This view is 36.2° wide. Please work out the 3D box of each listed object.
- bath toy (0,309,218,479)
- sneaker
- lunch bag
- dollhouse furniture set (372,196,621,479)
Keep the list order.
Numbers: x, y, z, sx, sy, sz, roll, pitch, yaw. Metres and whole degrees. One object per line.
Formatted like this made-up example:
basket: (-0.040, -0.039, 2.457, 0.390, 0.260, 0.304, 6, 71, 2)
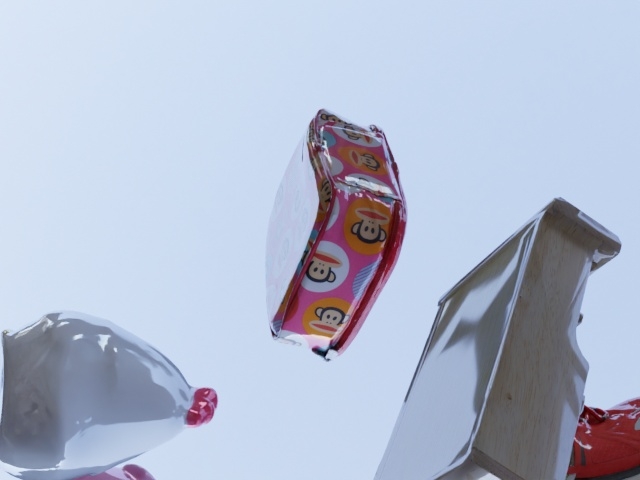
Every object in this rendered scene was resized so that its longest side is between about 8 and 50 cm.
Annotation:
bath toy: (-0.148, 0.203, 0.607, 0.151, 0.129, 0.348, -128, -134, -60)
sneaker: (0.201, 0.168, 0.847, 0.279, 0.107, 0.118, -16, -88, -13)
lunch bag: (0.000, 0.000, 1.210, 0.293, 0.120, 0.258, -96, -152, -57)
dollhouse furniture set: (0.263, 0.198, 0.764, 0.362, 0.394, 0.256, -49, -170, 48)
